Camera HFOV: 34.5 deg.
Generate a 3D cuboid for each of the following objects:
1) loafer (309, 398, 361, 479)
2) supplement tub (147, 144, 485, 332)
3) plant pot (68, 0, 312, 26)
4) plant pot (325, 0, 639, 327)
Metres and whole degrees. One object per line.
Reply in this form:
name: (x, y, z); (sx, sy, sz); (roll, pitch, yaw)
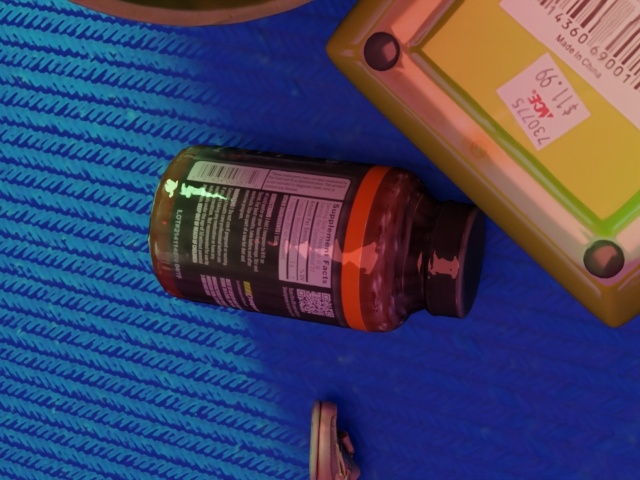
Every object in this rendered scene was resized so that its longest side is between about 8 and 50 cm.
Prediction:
loafer: (0.012, 0.168, 0.727); (0.039, 0.045, 0.125); (2, 111, 3)
supplement tub: (0.000, 0.000, 0.650); (0.198, 0.106, 0.106); (9, 106, 18)
plant pot: (-0.105, -0.263, 0.495); (0.293, 0.275, 0.274); (37, 123, 57)
plant pot: (0.152, -0.106, 0.511); (0.228, 0.207, 0.227); (45, 114, 6)
